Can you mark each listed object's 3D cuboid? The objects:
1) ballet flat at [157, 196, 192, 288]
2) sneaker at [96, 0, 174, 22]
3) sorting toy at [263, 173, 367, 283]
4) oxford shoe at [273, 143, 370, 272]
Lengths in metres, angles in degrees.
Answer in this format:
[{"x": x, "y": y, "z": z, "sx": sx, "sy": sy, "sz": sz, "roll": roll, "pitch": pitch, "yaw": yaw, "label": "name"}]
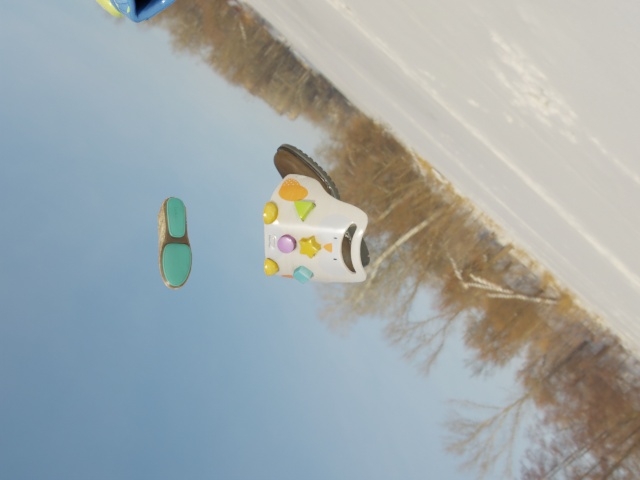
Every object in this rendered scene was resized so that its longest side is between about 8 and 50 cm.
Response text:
[{"x": -0.313, "y": 0.010, "z": 1.266, "sx": 0.073, "sy": 0.067, "sz": 0.206, "roll": 10, "pitch": -115, "yaw": -30, "label": "ballet flat"}, {"x": -0.173, "y": -0.356, "z": 0.702, "sx": 0.091, "sy": 0.240, "sz": 0.126, "roll": 16, "pitch": -154, "yaw": -52, "label": "sneaker"}, {"x": 0.000, "y": 0.000, "z": 0.433, "sx": 0.075, "sy": 0.083, "sz": 0.045, "roll": 10, "pitch": -159, "yaw": 27, "label": "sorting toy"}, {"x": -0.017, "y": -0.041, "z": 0.903, "sx": 0.227, "sy": 0.096, "sz": 0.083, "roll": 60, "pitch": 154, "yaw": 3, "label": "oxford shoe"}]
